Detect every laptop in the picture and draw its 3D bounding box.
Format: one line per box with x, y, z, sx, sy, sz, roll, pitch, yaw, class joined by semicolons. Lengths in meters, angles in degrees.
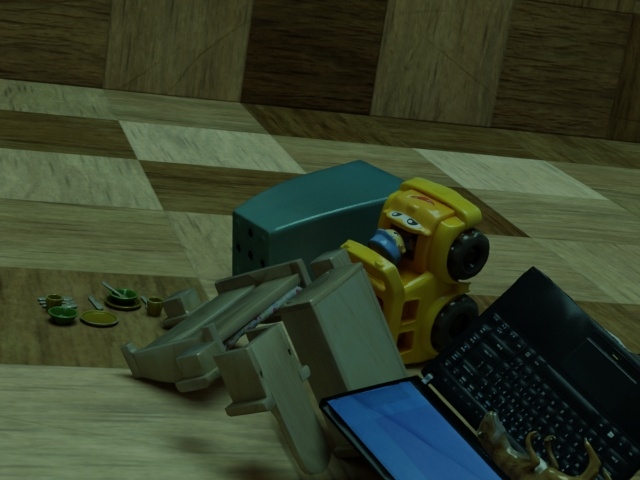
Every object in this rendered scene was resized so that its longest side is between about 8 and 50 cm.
0.180;0.163;1.246;0.234;0.264;0.136;46;-2;31;laptop

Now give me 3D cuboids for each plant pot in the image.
0.000;0.000;1.809;0.234;0.165;0.165;-11;24;-30;plant pot

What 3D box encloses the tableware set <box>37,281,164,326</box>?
-0.274;0.080;1.619;0.154;0.024;0.104;1;18;-27;tableware set

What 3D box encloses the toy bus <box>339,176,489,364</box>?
0.081;0.051;1.584;0.211;0.220;0.149;-12;31;-38;toy bus

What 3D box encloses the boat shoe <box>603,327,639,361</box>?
0.343;0.174;1.481;0.096;0.117;0.324;-3;16;-23;boat shoe

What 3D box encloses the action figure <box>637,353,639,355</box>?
0.506;0.159;1.634;0.285;0.099;0.185;-3;6;-44;action figure

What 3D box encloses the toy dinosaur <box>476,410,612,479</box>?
0.211;0.240;1.146;0.064;0.112;0.211;51;11;-48;toy dinosaur

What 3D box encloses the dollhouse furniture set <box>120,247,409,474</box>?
-0.094;0.160;1.422;0.355;0.174;0.303;-15;12;38;dollhouse furniture set
